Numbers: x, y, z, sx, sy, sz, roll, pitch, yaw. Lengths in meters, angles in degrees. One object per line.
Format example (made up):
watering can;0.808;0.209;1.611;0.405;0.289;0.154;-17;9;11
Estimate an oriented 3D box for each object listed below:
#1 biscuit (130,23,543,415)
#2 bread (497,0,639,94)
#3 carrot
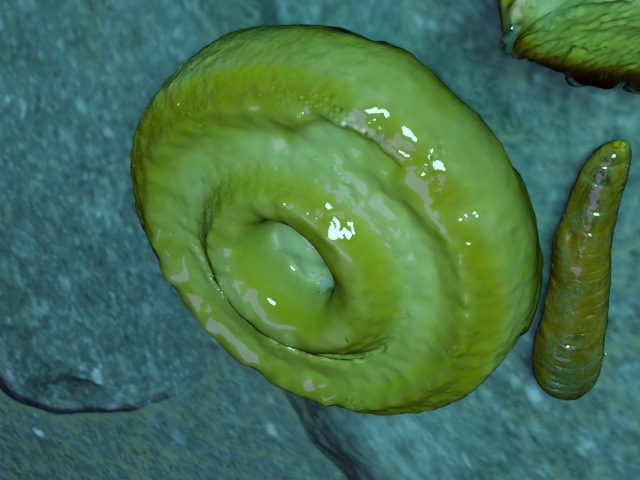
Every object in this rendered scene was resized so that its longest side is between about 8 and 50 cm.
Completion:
biscuit;0.000;0.000;0.726;0.296;0.102;0.296;19;136;20
bread;0.167;-0.119;0.491;0.160;0.169;0.140;38;138;-21
carrot;0.161;0.020;0.675;0.047;0.047;0.191;16;126;23
